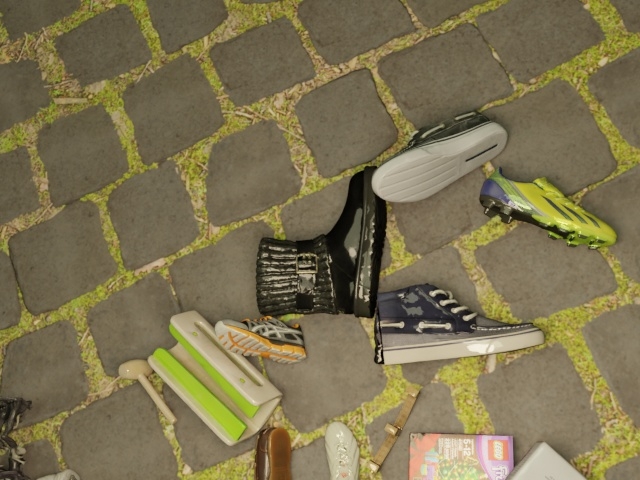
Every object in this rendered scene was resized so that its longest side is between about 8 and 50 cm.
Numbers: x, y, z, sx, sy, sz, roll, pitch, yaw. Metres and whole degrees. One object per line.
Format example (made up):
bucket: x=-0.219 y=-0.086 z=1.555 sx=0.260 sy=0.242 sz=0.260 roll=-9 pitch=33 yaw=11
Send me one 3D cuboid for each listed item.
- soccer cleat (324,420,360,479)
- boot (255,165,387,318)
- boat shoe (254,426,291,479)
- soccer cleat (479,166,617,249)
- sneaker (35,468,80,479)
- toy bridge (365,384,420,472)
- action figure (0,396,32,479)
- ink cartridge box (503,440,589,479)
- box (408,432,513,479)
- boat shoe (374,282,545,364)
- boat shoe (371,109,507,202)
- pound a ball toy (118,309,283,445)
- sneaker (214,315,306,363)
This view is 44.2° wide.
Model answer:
soccer cleat: x=0.047 y=0.457 z=1.573 sx=0.068 sy=0.076 sz=0.196 roll=-13 pitch=71 yaw=10
boot: x=-0.001 y=0.000 z=1.693 sx=0.260 sy=0.131 sz=0.347 roll=4 pitch=75 yaw=15
boat shoe: x=-0.100 y=0.487 z=1.611 sx=0.073 sy=0.073 sz=0.207 roll=-20 pitch=60 yaw=48
soccer cleat: x=0.472 y=-0.072 z=1.618 sx=0.289 sy=0.093 sz=0.121 roll=22 pitch=76 yaw=19
sneaker: x=-0.578 y=0.614 z=1.687 sx=0.115 sy=0.090 sz=0.232 roll=-11 pitch=62 yaw=18
toy bridge: x=0.146 y=0.380 z=1.578 sx=0.026 sy=0.063 sz=0.188 roll=27 pitch=83 yaw=20
action figure: x=-0.703 y=0.486 z=1.711 sx=0.164 sy=0.141 sz=0.275 roll=-23 pitch=62 yaw=43
ink cartridge box: x=0.414 y=0.590 z=1.405 sx=0.324 sy=0.071 sz=0.330 roll=43 pitch=81 yaw=11
box: x=0.270 y=0.520 z=1.508 sx=0.201 sy=0.057 sz=0.293 roll=-2 pitch=73 yaw=12
boat shoe: x=0.266 y=0.157 z=1.579 sx=0.341 sy=0.127 sz=0.158 roll=-8 pitch=80 yaw=12
boat shoe: x=0.236 y=-0.181 z=1.676 sx=0.335 sy=0.121 sz=0.119 roll=-22 pitch=47 yaw=-23
pound a ball toy: x=-0.254 y=0.299 z=1.686 sx=0.319 sy=0.136 sz=0.208 roll=40 pitch=112 yaw=21
sneaker: x=-0.125 y=0.196 z=1.651 sx=0.084 sy=0.215 sz=0.083 roll=-31 pitch=47 yaw=43
